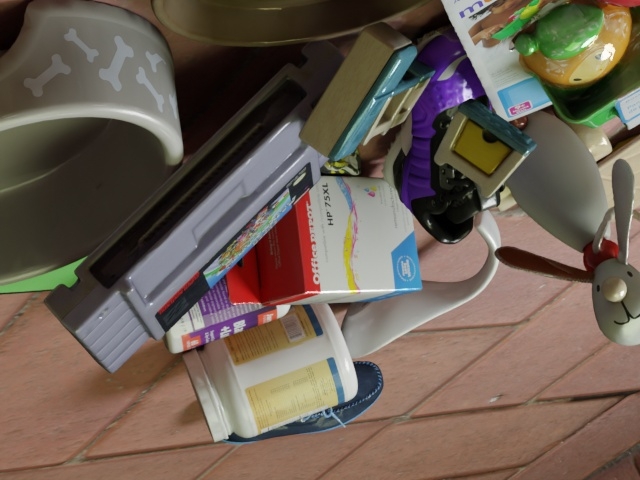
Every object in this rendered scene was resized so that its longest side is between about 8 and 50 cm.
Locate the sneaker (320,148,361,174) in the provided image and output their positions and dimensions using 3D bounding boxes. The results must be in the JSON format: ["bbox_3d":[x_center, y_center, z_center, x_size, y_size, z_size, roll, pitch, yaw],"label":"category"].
[{"bbox_3d":[0.016,-0.088,1.836,0.035,0.031,0.083,-5,174,29],"label":"sneaker"}]

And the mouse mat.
[{"bbox_3d":[-0.258,0.007,1.808,0.153,0.007,0.190,-3,151,-39],"label":"mouse mat"}]

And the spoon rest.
[{"bbox_3d":[0.132,0.068,2.183,0.276,0.084,0.137,-38,-164,27],"label":"spoon rest"}]

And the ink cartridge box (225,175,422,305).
[{"bbox_3d":[0.000,0.000,1.850,0.231,0.134,0.078,-1,170,-44],"label":"ink cartridge box"}]

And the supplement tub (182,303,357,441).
[{"bbox_3d":[-0.066,0.170,2.173,0.200,0.144,0.144,-20,157,-7],"label":"supplement tub"}]

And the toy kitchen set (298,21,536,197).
[{"bbox_3d":[0.109,-0.116,1.559,0.122,0.166,0.207,-58,170,24],"label":"toy kitchen set"}]

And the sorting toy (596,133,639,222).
[{"bbox_3d":[0.402,-0.087,2.193,0.208,0.038,0.193,-32,156,32],"label":"sorting toy"}]

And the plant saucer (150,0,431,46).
[{"bbox_3d":[-0.007,-0.232,1.398,0.278,0.041,0.278,-10,167,-2],"label":"plant saucer"}]

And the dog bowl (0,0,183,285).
[{"bbox_3d":[-0.281,-0.070,1.494,0.349,0.102,0.348,-20,158,-8],"label":"dog bowl"}]

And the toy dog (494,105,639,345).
[{"bbox_3d":[0.274,-0.051,1.852,0.220,0.334,0.161,-48,138,-3],"label":"toy dog"}]

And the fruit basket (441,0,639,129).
[{"bbox_3d":[0.287,-0.232,1.535,0.327,0.165,0.353,-31,165,5],"label":"fruit basket"}]

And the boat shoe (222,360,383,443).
[{"bbox_3d":[-0.029,0.234,2.403,0.258,0.109,0.089,-21,154,-10],"label":"boat shoe"}]

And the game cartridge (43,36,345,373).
[{"bbox_3d":[-0.103,-0.024,1.611,0.355,0.068,0.230,-45,165,-9],"label":"game cartridge"}]

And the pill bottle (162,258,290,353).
[{"bbox_3d":[-0.099,0.051,1.922,0.194,0.108,0.108,-19,157,-10],"label":"pill bottle"}]

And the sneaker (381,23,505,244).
[{"bbox_3d":[0.149,-0.101,1.751,0.102,0.146,0.293,-17,149,-16],"label":"sneaker"}]
